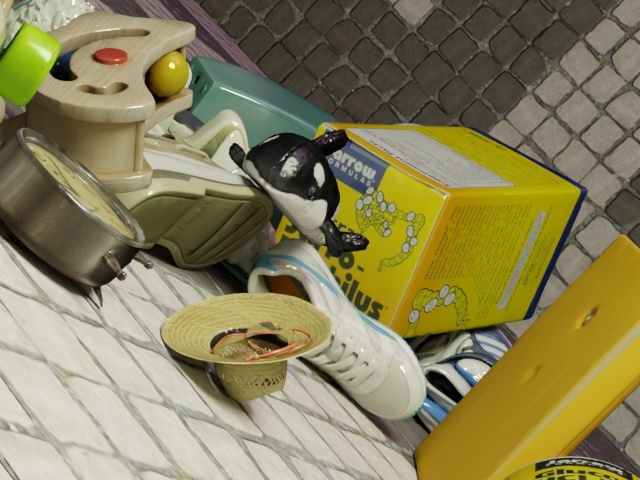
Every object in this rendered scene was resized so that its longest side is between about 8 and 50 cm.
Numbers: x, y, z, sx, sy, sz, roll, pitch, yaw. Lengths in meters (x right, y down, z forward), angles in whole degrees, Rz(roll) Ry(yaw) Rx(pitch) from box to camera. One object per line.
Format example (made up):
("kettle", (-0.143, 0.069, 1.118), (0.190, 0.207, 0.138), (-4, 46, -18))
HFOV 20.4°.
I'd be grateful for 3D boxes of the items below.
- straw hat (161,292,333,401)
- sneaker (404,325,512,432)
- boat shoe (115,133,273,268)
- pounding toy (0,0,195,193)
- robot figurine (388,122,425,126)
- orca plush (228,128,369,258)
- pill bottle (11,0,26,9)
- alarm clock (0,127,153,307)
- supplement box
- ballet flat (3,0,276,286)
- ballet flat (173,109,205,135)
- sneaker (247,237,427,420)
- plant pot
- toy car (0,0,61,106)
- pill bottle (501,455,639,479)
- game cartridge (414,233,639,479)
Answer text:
("straw hat", (-0.058, 0.098, 1.448), (0.144, 0.145, 0.061), (-121, -155, -66))
("sneaker", (0.163, 0.154, 2.148), (0.322, 0.130, 0.236), (55, 7, 33))
("boat shoe", (-0.138, -0.049, 1.664), (0.103, 0.113, 0.302), (53, 10, 18))
("pounding toy", (-0.186, -0.141, 1.471), (0.154, 0.154, 0.269), (17, 30, 21))
("robot figurine", (0.119, -0.037, 2.584), (0.174, 0.278, 0.209), (17, 38, 20))
("orca plush", (0.006, -0.057, 1.783), (0.151, 0.102, 0.287), (43, -2, 30))
("pill bottle", (-0.330, -0.255, 1.916), (0.078, 0.078, 0.137), (41, 8, -30))
("alarm clock", (-0.211, -0.036, 1.350), (0.192, 0.064, 0.129), (47, 7, 2))
("supplement box", (0.134, -0.016, 2.162), (0.194, 0.195, 0.357), (32, 19, 30))
("ballet flat", (-0.160, -0.113, 1.849), (0.409, 0.147, 0.147), (42, 7, -23))
("ballet flat", (-0.141, -0.088, 2.088), (0.203, 0.074, 0.074), (47, 7, 6))
("sneaker", (0.012, 0.103, 1.827), (0.228, 0.087, 0.092), (45, 25, 4))
("plant pot", (-0.087, -0.115, 2.230), (0.234, 0.165, 0.165), (32, 12, -28))
("toy car", (-0.279, -0.121, 1.208), (0.155, 0.149, 0.188), (32, -2, -14))
("pill bottle", (0.198, 0.272, 1.392), (0.188, 0.188, 0.334), (45, 6, 3))
("game cartridge", (0.223, 0.145, 1.734), (0.053, 0.323, 0.285), (41, 7, -7))
